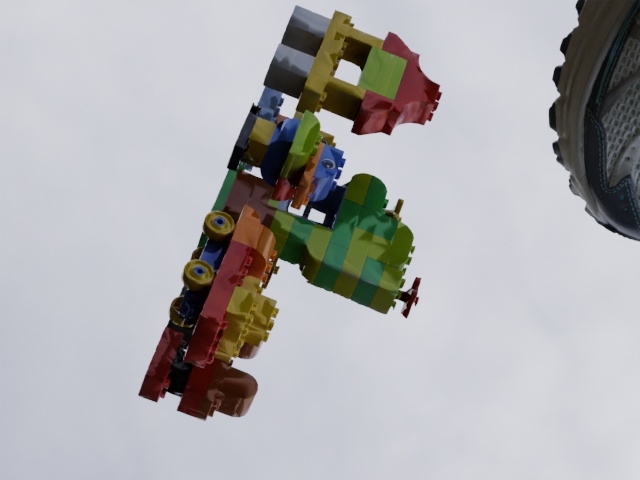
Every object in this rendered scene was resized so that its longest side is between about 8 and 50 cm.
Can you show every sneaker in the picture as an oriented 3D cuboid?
[{"bbox_3d":[0.203,-0.114,0.924,0.122,0.110,0.283,35,-52,38],"label":"sneaker"}]

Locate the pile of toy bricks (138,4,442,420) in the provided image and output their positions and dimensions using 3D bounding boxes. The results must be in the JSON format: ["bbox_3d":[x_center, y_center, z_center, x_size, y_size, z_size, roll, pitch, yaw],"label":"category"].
[{"bbox_3d":[0.000,0.000,0.858,0.105,0.212,0.118,22,-44,-2],"label":"pile of toy bricks"}]
